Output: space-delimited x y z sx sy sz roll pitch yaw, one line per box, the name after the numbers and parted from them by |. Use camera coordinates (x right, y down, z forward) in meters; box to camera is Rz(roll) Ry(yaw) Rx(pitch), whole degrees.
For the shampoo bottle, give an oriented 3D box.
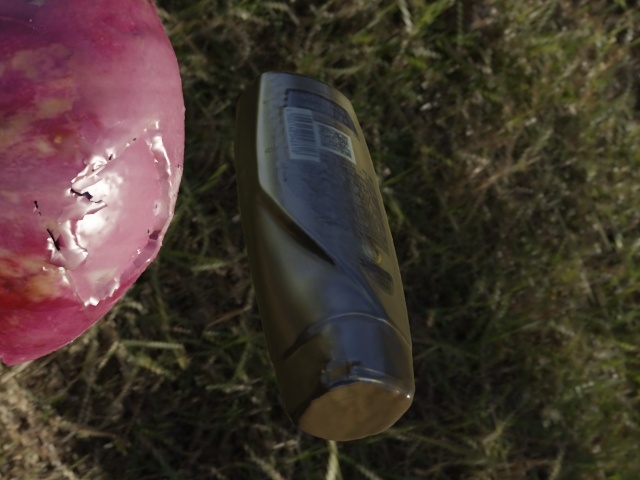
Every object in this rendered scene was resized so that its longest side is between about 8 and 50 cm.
0.000 0.000 0.864 0.126 0.084 0.350 19 36 -26 | shampoo bottle

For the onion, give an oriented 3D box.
-0.136 -0.040 0.400 0.177 0.153 0.177 0 92 -10 | onion
